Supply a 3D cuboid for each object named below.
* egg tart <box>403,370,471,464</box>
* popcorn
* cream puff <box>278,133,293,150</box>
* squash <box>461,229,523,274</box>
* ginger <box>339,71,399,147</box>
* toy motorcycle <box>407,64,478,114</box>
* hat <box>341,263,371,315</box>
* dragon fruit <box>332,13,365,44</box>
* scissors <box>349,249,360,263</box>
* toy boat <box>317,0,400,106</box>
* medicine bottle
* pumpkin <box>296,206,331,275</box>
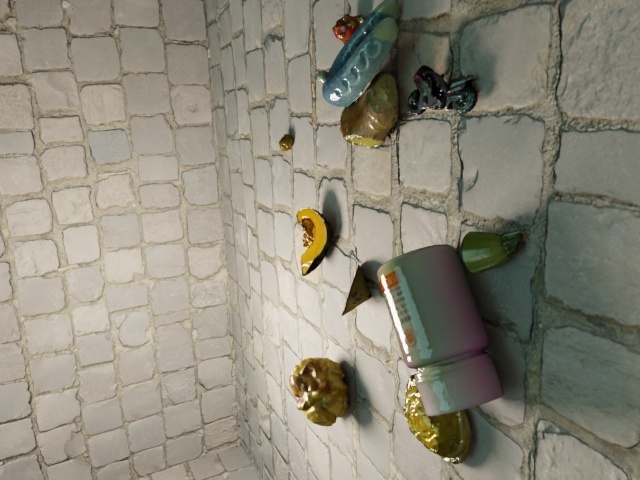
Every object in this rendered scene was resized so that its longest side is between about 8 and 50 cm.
[{"bbox_3d":[0.316,0.500,1.478,0.291,0.107,0.291,32,127,58],"label":"egg tart"},{"bbox_3d":[0.012,0.625,2.077,0.265,0.225,0.332,-115,5,-56],"label":"popcorn"},{"bbox_3d":[-0.149,-0.428,2.261,0.058,0.083,0.083,43,155,-25],"label":"cream puff"},{"bbox_3d":[0.406,0.021,1.171,0.132,0.105,0.105,-12,87,47],"label":"squash"},{"bbox_3d":[0.149,-0.390,1.537,0.275,0.130,0.221,30,114,61],"label":"ginger"},{"bbox_3d":[0.300,-0.374,1.269,0.213,0.082,0.123,16,112,51],"label":"toy motorcycle"},{"bbox_3d":[0.140,0.186,1.805,0.193,0.082,0.193,19,-90,-85],"label":"hat"},{"bbox_3d":[0.095,-0.673,1.618,0.116,0.086,0.081,-21,104,28],"label":"dragon fruit"},{"bbox_3d":[0.125,0.065,1.873,0.083,0.006,0.036,45,135,53],"label":"scissors"},{"bbox_3d":[0.098,-0.533,1.469,0.330,0.123,0.215,-47,26,45],"label":"toy boat"},{"bbox_3d":[0.299,0.222,1.293,0.219,0.219,0.389,-48,56,60],"label":"medicine bottle"},{"bbox_3d":[0.003,0.002,2.032,0.163,0.111,0.279,2,98,49],"label":"pumpkin"}]
